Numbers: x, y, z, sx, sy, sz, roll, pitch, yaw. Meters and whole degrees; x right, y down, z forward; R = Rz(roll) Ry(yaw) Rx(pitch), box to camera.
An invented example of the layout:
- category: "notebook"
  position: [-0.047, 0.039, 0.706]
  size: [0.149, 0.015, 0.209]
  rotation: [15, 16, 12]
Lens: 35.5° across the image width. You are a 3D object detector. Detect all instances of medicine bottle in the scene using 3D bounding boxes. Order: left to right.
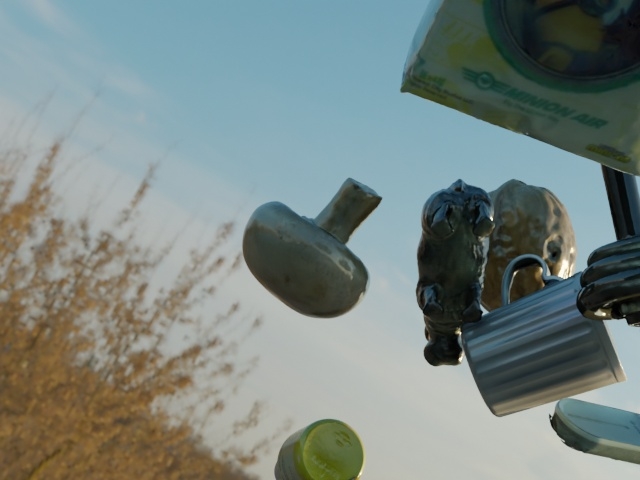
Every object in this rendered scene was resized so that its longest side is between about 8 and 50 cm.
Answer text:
- category: "medicine bottle"
  position: [-0.015, 0.378, 1.689]
  size: [0.122, 0.121, 0.212]
  rotation: [29, -28, -8]

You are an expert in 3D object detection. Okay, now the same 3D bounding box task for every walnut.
- category: "walnut"
  position: [0.339, 0.016, 1.706]
  size: [0.198, 0.245, 0.198]
  rotation: [-4, 0, 0]

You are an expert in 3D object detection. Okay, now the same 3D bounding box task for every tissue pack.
- category: "tissue pack"
  position: [0.280, -0.275, 0.944]
  size: [0.287, 0.162, 0.388]
  rotation: [19, -50, -6]

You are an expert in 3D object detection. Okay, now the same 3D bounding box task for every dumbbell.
- category: "dumbbell"
  position: [0.395, -0.066, 1.308]
  size: [0.179, 0.406, 0.179]
  rotation: [-6, -17, -2]

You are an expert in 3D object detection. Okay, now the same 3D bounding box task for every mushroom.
- category: "mushroom"
  position: [0.000, 0.000, 1.458]
  size: [0.207, 0.215, 0.207]
  rotation: [39, 1, 0]

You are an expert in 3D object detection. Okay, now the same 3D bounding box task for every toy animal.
- category: "toy animal"
  position: [0.193, 0.072, 1.501]
  size: [0.106, 0.168, 0.343]
  rotation: [4, -50, 4]

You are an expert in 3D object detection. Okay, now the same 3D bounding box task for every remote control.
- category: "remote control"
  position: [0.465, 0.299, 1.537]
  size: [0.247, 0.052, 0.104]
  rotation: [15, 22, -19]

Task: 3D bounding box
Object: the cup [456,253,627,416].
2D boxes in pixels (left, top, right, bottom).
- category: "cup"
  position: [0.321, 0.144, 1.478]
  size: [0.221, 0.202, 0.167]
  rotation: [-89, 154, -61]
